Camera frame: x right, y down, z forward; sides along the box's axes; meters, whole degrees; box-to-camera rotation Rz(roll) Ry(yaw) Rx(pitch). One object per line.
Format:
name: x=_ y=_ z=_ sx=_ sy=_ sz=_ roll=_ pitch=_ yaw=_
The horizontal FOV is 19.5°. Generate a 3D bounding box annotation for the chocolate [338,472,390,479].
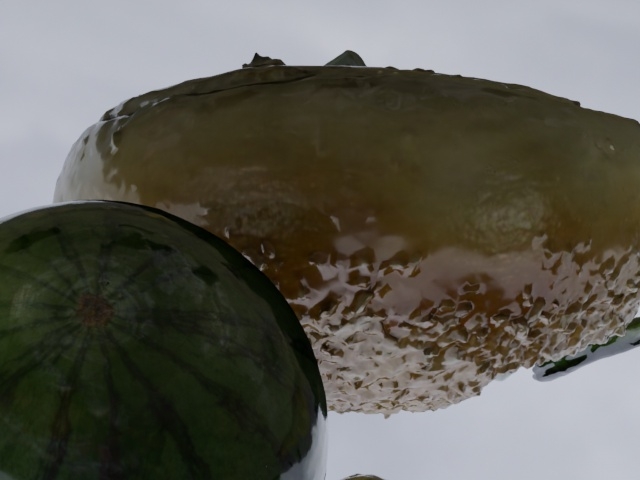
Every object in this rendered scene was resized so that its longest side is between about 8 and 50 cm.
chocolate: x=0.043 y=0.261 z=1.260 sx=0.134 sy=0.309 sz=0.134 roll=-7 pitch=-130 yaw=9

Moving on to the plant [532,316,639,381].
plant: x=0.374 y=0.073 z=1.496 sx=0.333 sy=0.180 sz=0.251 roll=-28 pitch=174 yaw=-19

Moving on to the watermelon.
watermelon: x=-0.091 y=0.082 z=0.740 sx=0.188 sy=0.214 sz=0.188 roll=3 pitch=-121 yaw=-6

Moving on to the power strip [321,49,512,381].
power strip: x=0.077 y=0.002 z=1.215 sx=0.193 sy=0.059 sz=0.265 roll=56 pitch=-177 yaw=27

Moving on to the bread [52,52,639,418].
bread: x=0.002 y=-0.001 z=0.900 sx=0.314 sy=0.171 sz=0.192 roll=-3 pitch=168 yaw=21
